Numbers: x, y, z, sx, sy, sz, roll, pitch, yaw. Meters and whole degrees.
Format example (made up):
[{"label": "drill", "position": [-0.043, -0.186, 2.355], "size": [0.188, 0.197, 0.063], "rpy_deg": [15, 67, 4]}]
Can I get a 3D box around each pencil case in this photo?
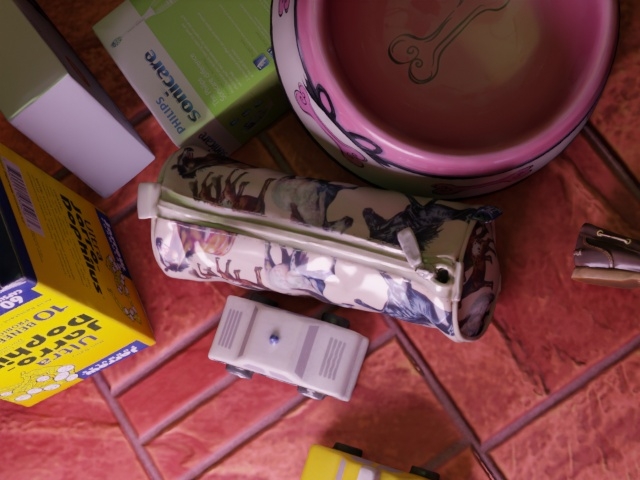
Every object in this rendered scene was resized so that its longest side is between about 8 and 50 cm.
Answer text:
[{"label": "pencil case", "position": [0.000, 0.000, 1.531], "size": [0.410, 0.183, 0.160], "rpy_deg": [12, 80, 19]}]

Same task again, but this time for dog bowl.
[{"label": "dog bowl", "position": [0.148, -0.249, 1.497], "size": [0.408, 0.150, 0.408], "rpy_deg": [0, 91, -4]}]

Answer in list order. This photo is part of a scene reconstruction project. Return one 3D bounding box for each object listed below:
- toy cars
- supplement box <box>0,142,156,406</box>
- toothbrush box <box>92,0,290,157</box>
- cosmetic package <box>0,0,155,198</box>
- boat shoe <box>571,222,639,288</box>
[{"label": "toy cars", "position": [0.004, 0.203, 1.525], "size": [0.176, 0.087, 0.394], "rpy_deg": [-33, 69, 4]}, {"label": "supplement box", "position": [-0.364, 0.043, 1.524], "size": [0.194, 0.356, 0.195], "rpy_deg": [-27, 70, 7]}, {"label": "toothbrush box", "position": [-0.103, -0.259, 1.660], "size": [0.283, 0.122, 0.206], "rpy_deg": [-38, 71, 2]}, {"label": "cosmetic package", "position": [-0.384, -0.251, 1.649], "size": [0.097, 0.284, 0.377], "rpy_deg": [-40, 70, 2]}, {"label": "boat shoe", "position": [0.383, 0.023, 1.478], "size": [0.207, 0.073, 0.073], "rpy_deg": [10, 80, 17]}]
